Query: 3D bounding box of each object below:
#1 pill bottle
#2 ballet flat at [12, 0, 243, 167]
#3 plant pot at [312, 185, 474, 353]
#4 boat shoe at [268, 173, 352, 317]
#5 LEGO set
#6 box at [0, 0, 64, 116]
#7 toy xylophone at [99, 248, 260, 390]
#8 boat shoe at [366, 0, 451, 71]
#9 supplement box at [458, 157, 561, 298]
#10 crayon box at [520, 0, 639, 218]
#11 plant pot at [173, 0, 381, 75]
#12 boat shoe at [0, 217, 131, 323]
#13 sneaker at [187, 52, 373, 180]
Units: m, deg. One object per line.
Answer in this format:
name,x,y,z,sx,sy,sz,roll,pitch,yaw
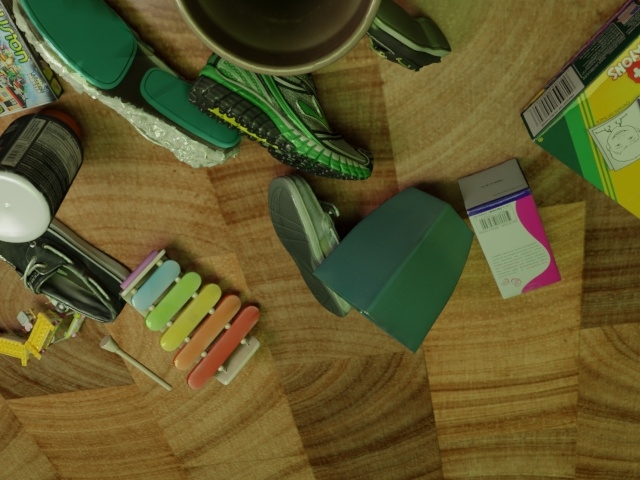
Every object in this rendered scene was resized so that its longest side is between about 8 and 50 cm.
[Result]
pill bottle,-0.457,-0.117,1.085,0.130,0.246,0.130,0,126,0
ballet flat,-0.308,-0.240,1.067,0.409,0.147,0.147,38,120,-24
plant pot,0.145,0.036,1.195,0.234,0.165,0.165,-52,130,-3
boat shoe,0.002,0.002,1.261,0.103,0.118,0.320,-41,124,-22
LEGO set,-0.594,0.185,1.436,0.287,0.107,0.132,-32,85,28
box,-0.509,-0.305,1.075,0.114,0.036,0.207,-13,126,11
toy xylophone,-0.277,0.173,1.345,0.322,0.081,0.236,40,77,-32
boat shoe,0.112,-0.288,0.982,0.068,0.081,0.227,-32,164,32
supplement box,0.340,-0.018,1.224,0.111,0.114,0.220,-20,123,15
crayon box,0.559,-0.226,1.061,0.313,0.106,0.363,30,123,-19
plant pot,-0.049,-0.380,0.884,0.263,0.229,0.263,1,127,2
boat shoe,-0.510,0.043,1.288,0.335,0.119,0.121,30,122,-20
sneaker,-0.031,-0.200,1.083,0.343,0.134,0.146,30,82,-37
